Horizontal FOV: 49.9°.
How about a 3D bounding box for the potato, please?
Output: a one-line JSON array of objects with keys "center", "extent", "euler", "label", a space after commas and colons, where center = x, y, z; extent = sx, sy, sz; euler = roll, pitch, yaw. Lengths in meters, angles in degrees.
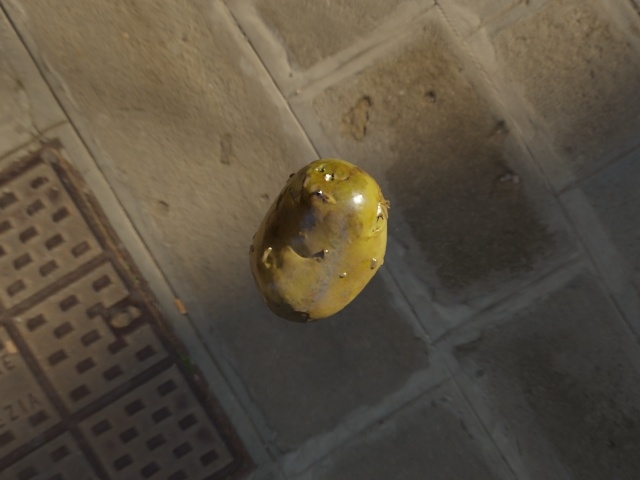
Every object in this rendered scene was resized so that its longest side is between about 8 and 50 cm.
[{"center": [0.000, 0.000, 0.731], "extent": [0.137, 0.137, 0.176], "euler": [34, 101, 0], "label": "potato"}]
